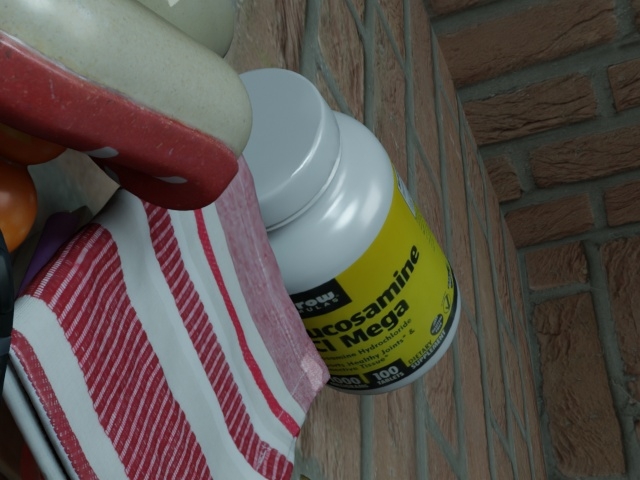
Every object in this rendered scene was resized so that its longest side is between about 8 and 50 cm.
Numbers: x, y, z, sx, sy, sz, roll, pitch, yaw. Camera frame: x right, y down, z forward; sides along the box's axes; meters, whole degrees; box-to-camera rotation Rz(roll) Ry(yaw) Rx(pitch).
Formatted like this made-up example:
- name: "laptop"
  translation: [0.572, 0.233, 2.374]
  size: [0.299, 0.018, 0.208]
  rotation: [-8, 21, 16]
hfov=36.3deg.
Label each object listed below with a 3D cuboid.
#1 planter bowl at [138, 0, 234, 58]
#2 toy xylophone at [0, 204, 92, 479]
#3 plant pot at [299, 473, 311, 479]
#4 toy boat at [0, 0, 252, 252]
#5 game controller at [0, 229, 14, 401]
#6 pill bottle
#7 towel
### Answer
- name: "planter bowl"
  translation: [-0.152, -0.142, 0.633]
  size: [0.109, 0.162, 0.162]
  rotation: [-55, 135, -33]
- name: "toy xylophone"
  translation: [-0.116, 0.106, 0.639]
  size: [0.322, 0.081, 0.236]
  rotation: [58, 24, -46]
- name: "plant pot"
  translation: [-0.015, 0.294, 0.720]
  size: [0.236, 0.032, 0.236]
  rotation: [8, 90, -89]
- name: "toy boat"
  translation: [-0.138, -0.056, 0.455]
  size: [0.151, 0.151, 0.231]
  rotation: [37, 7, 22]
- name: "game controller"
  translation: [-0.170, 0.136, 0.298]
  size: [0.166, 0.067, 0.319]
  rotation: [1, 100, -69]
- name: "pill bottle"
  translation: [0.000, 0.000, 0.906]
  size: [0.334, 0.188, 0.187]
  rotation: [52, 29, -51]
- name: "towel"
  translation: [-0.072, 0.074, 0.602]
  size: [0.329, 0.037, 0.237]
  rotation: [-67, 139, -64]
